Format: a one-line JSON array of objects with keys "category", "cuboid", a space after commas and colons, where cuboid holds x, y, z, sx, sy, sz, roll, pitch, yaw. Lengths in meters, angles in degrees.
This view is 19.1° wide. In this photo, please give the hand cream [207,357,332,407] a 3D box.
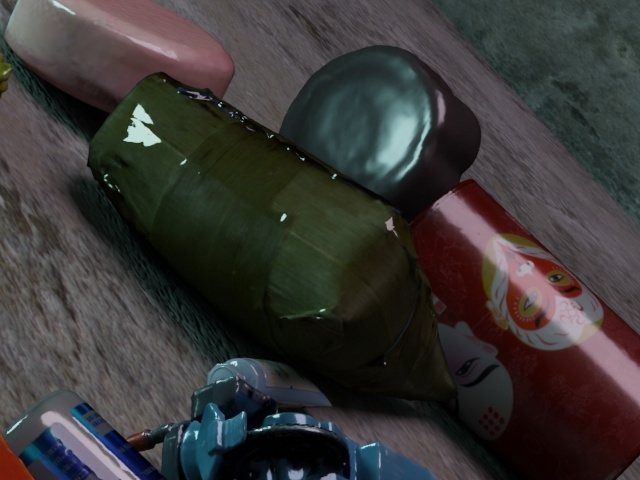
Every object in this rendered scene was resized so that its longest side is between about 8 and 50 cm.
[{"category": "hand cream", "cuboid": [-0.047, 0.127, 1.689, 0.065, 0.043, 0.171, 38, 12, 23]}]

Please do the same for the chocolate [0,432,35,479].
[{"category": "chocolate", "cuboid": [-0.277, 0.129, 1.038, 0.235, 0.108, 0.237, 49, 16, 28]}]

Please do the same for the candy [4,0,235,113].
[{"category": "candy", "cuboid": [-0.207, -0.199, 2.016, 0.255, 0.094, 0.255, 24, 14, -6]}]

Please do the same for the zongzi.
[{"category": "zongzi", "cuboid": [-0.039, 0.014, 1.862, 0.356, 0.174, 0.393, 35, -6, 24]}]

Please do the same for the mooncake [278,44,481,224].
[{"category": "mooncake", "cuboid": [0.070, -0.110, 2.268, 0.133, 0.245, 0.245, 33, 17, -42]}]

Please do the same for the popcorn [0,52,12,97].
[{"category": "popcorn", "cuboid": [-0.330, -0.160, 1.741, 0.097, 0.089, 0.109, 44, 8, -32]}]

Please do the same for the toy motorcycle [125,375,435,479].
[{"category": "toy motorcycle", "cuboid": [-0.015, 0.185, 1.340, 0.272, 0.182, 0.123, 36, 45, -46]}]

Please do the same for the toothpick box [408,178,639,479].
[{"category": "toothpick box", "cuboid": [0.214, 0.118, 2.031, 0.333, 0.204, 0.204, 44, 16, 13]}]

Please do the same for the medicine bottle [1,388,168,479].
[{"category": "medicine bottle", "cuboid": [-0.130, 0.193, 1.199, 0.191, 0.107, 0.107, 43, 16, 6]}]
